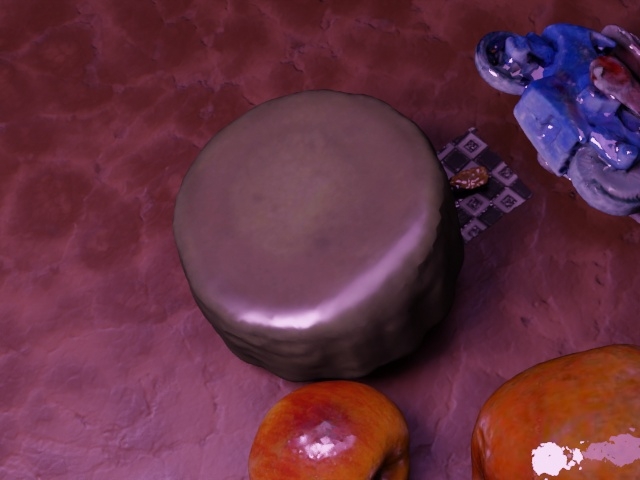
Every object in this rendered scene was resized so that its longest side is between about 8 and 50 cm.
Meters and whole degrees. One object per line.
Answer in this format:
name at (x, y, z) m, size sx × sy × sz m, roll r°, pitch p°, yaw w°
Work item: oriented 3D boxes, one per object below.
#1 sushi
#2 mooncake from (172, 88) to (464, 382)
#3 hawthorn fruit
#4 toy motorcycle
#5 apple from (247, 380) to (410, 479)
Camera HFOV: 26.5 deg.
sushi at (0.170, -0.063, 1.807) m, size 0.201 × 0.031 × 0.139 m, roll -36°, pitch 64°, yaw -12°
mooncake at (0.000, 0.000, 1.692) m, size 0.356 × 0.194 × 0.356 m, roll -7°, pitch 62°, yaw 13°
hawthorn fruit at (0.284, 0.258, 1.510) m, size 0.300 × 0.268 × 0.268 m, roll -13°, pitch 62°, yaw 3°
toy motorcycle at (0.360, -0.162, 1.785) m, size 0.182 × 0.241 × 0.319 m, roll -46°, pitch 67°, yaw 28°
apple at (0.009, 0.252, 1.608) m, size 0.173 × 0.160 × 0.195 m, roll 18°, pitch 58°, yaw 39°
